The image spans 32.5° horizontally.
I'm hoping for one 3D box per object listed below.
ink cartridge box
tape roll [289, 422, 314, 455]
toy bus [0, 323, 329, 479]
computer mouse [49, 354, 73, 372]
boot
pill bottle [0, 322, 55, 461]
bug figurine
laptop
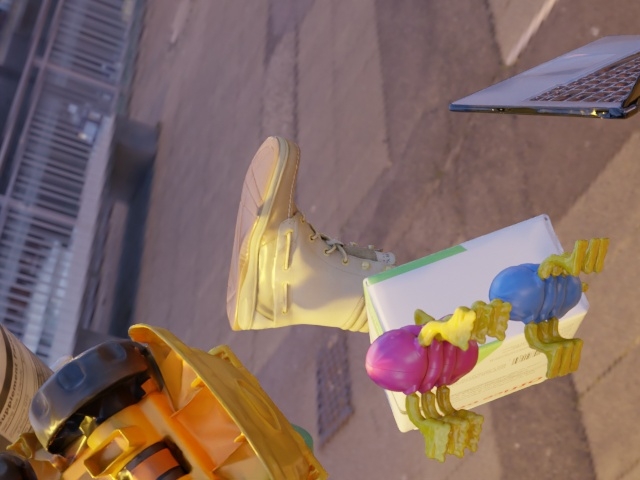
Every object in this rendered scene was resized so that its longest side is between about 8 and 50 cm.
[{"bbox_3d":[0.158,0.099,1.182,0.273,0.198,0.114,80,170,-69],"label":"ink cartridge box"},{"bbox_3d":[-0.169,0.320,1.537,0.321,0.321,0.077,-161,69,-71],"label":"tape roll"},{"bbox_3d":[-0.108,0.165,0.678,0.220,0.149,0.211,-42,-14,8],"label":"toy bus"},{"bbox_3d":[-0.326,0.201,1.172,0.193,0.042,0.106,-45,3,-13],"label":"computer mouse"},{"bbox_3d":[0.000,0.000,1.368,0.095,0.203,0.262,-116,34,-62],"label":"boot"},{"bbox_3d":[-0.317,0.138,0.926,0.283,0.161,0.161,67,-152,-59],"label":"pill bottle"},{"bbox_3d":[0.085,0.122,0.660,0.072,0.216,0.279,19,100,36],"label":"bug figurine"},{"bbox_3d":[0.416,-0.313,1.351,0.408,0.382,0.236,9,117,46],"label":"laptop"}]
